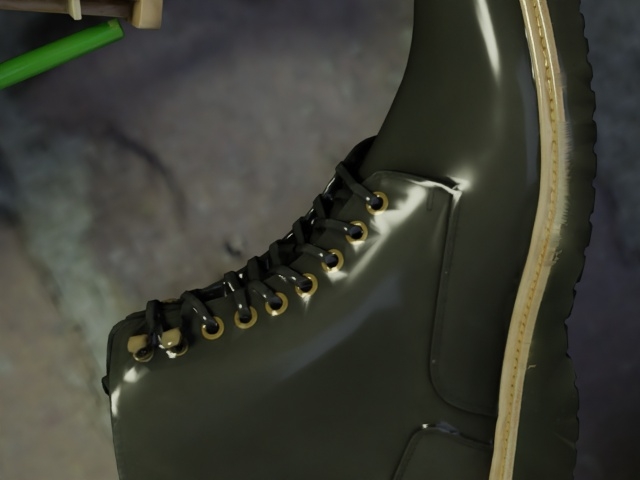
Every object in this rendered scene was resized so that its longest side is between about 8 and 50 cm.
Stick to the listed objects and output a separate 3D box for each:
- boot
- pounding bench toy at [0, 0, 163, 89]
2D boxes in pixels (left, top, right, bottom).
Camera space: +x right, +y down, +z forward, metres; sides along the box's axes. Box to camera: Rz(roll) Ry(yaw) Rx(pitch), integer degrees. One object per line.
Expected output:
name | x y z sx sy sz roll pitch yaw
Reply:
boot | 0.000 0.000 0.468 0.137 0.077 0.197 -3 101 -8
pounding bench toy | -0.069 -0.069 0.444 0.065 0.052 0.083 3 101 -14
